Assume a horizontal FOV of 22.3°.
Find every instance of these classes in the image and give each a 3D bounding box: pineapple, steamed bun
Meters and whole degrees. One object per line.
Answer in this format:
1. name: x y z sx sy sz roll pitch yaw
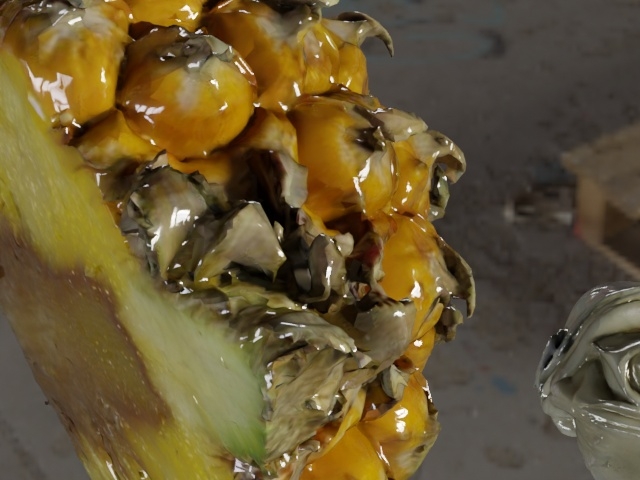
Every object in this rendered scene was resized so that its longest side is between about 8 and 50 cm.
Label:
1. pineapple: 0.002 0.000 0.639 0.209 0.344 0.286 -31 15 -25
2. steamed bun: 0.331 0.140 1.645 0.211 0.144 0.218 30 71 9
